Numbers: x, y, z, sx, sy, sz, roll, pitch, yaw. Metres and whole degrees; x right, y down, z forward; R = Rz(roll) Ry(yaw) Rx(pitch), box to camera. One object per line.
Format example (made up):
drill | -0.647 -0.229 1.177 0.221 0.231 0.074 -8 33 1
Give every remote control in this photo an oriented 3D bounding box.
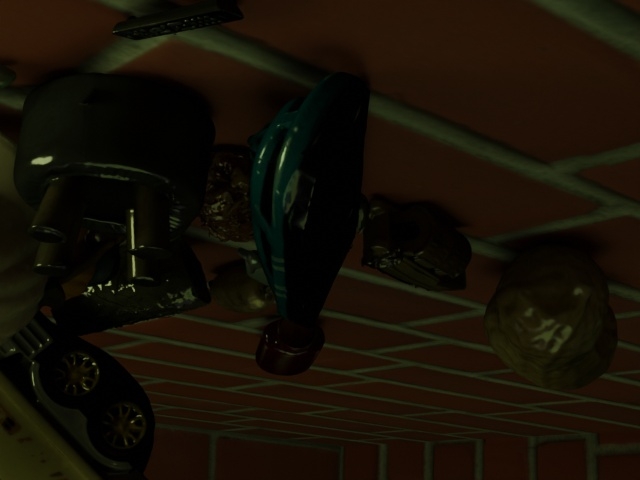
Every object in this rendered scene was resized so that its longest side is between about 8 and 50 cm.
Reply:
remote control | -0.096 -0.149 0.730 0.091 0.016 0.034 -5 178 28

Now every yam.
yam | -0.219 0.052 1.295 0.183 0.107 0.107 -11 161 19

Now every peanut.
peanut | 0.272 0.097 1.310 0.159 0.143 0.291 -13 158 14

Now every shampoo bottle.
shampoo bottle | -0.049 0.169 1.769 0.102 0.064 0.260 4 164 -5

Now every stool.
stool | -0.156 -0.038 0.897 0.153 0.139 0.228 -8 156 28

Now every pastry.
pastry | -0.083 -0.034 1.052 0.087 0.063 0.169 -2 163 7

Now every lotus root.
lotus root | -0.091 0.063 1.403 0.072 0.063 0.152 26 158 -33

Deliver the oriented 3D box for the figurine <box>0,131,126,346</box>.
figurine | -0.300 0.022 1.028 0.185 0.204 0.332 -3 164 13

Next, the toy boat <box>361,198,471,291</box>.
toy boat | 0.113 0.013 1.178 0.088 0.068 0.226 -12 159 27

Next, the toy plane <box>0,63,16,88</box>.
toy plane | -0.272 -0.121 0.828 0.083 0.033 0.080 1 150 5

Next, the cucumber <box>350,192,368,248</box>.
cucumber | 0.001 0.003 1.160 0.067 0.067 0.245 5 164 -7

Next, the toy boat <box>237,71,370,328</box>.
toy boat | -0.025 -0.037 0.901 0.092 0.134 0.299 24 155 11

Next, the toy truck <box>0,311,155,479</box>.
toy truck | -0.375 0.169 1.208 0.405 0.254 0.180 48 149 2
